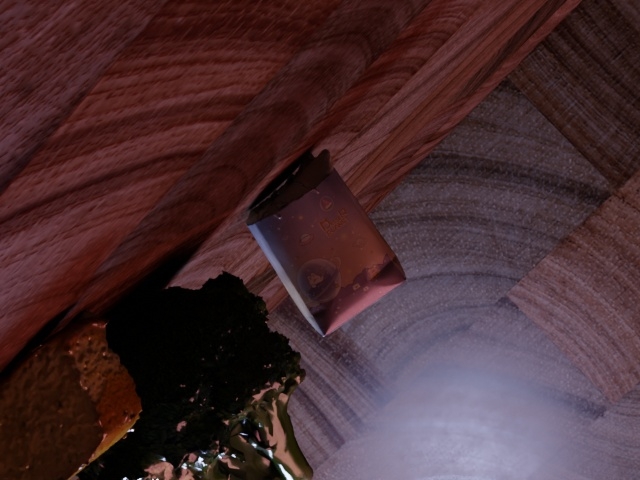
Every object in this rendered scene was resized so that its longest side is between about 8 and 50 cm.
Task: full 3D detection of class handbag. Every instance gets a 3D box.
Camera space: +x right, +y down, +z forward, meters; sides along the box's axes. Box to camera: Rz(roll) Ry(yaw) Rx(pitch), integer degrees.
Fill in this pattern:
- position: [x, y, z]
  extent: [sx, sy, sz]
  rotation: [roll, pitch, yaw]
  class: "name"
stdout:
- position: [0.000, 0.000, 1.474]
  extent: [0.117, 0.173, 0.095]
  rotation: [-34, -170, -6]
  class: "handbag"

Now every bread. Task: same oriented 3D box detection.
- position: [-0.223, 0.149, 1.121]
  extent: [0.187, 0.103, 0.065]
  rotation: [-40, 175, 17]
  class: "bread"

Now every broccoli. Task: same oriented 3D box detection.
- position: [-0.128, 0.165, 1.367]
  extent: [0.294, 0.245, 0.265]
  rotation: [-17, -145, 38]
  class: "broccoli"

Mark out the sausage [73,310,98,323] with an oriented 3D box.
- position: [-0.233, 0.111, 1.184]
  extent: [0.132, 0.024, 0.024]
  rotation: [-46, 176, 19]
  class: "sausage"
